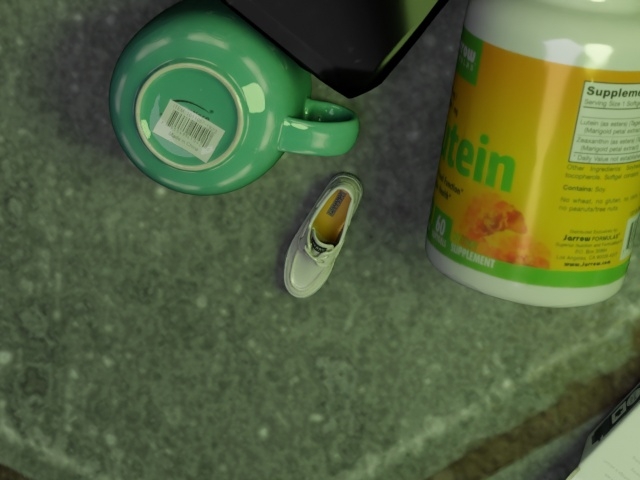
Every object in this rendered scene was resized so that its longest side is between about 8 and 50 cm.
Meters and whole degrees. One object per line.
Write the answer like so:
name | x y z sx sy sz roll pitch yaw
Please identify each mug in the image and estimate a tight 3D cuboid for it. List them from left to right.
mug | -0.066 -0.099 1.356 0.157 0.097 0.129 -15 105 15

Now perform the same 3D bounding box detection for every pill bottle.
pill bottle | 0.153 -0.093 1.297 0.136 0.136 0.246 11 110 7

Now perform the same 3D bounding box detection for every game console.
game console | -0.049 -0.275 1.281 0.361 0.044 0.213 37 96 -10

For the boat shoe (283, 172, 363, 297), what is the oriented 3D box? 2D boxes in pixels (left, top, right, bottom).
boat shoe | 0.000 0.000 1.410 0.035 0.035 0.100 29 110 0

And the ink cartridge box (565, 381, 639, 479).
ink cartridge box | 0.295 0.177 1.408 0.206 0.045 0.208 39 109 -4
